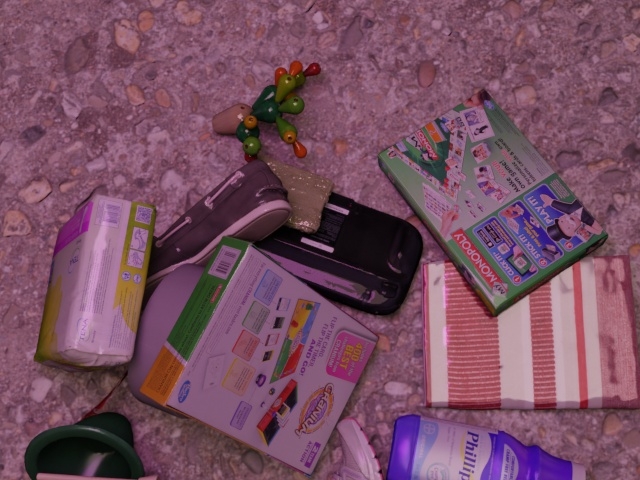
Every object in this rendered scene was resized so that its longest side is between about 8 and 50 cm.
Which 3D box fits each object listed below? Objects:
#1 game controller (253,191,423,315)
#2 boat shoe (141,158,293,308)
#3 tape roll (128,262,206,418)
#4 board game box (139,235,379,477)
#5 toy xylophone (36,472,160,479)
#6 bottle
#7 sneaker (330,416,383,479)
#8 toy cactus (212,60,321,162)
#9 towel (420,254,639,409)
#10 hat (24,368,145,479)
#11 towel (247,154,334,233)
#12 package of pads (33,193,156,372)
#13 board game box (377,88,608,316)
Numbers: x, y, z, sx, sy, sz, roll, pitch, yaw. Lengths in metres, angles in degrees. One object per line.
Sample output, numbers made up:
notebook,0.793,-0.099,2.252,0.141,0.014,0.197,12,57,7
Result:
game controller,0.000,0.000,1.516,0.319,0.067,0.167,20,63,7
boat shoe,-0.188,-0.003,1.460,0.335,0.112,0.096,-32,67,20
tape roll,-0.193,0.147,1.393,0.072,0.219,0.219,17,77,18
board game box,-0.073,0.173,1.351,0.064,0.316,0.242,15,72,46
toy xylophone,-0.334,0.458,1.365,0.322,0.081,0.236,-4,95,4
bottle,0.241,0.335,1.392,0.282,0.092,0.118,11,72,5
sneaker,0.042,0.387,1.384,0.111,0.103,0.253,-8,72,2
toy cactus,-0.092,-0.201,1.538,0.180,0.112,0.219,-8,49,35
towel,0.322,0.143,1.471,0.328,0.037,0.237,-1,77,4
hat,-0.330,0.282,1.463,0.208,0.173,0.184,-20,31,18
towel,-0.060,-0.073,1.499,0.148,0.027,0.110,17,62,8
package of pads,-0.336,0.076,1.385,0.101,0.296,0.229,13,75,-23
board game box,0.265,-0.066,1.495,0.213,0.046,0.317,-32,69,-7
